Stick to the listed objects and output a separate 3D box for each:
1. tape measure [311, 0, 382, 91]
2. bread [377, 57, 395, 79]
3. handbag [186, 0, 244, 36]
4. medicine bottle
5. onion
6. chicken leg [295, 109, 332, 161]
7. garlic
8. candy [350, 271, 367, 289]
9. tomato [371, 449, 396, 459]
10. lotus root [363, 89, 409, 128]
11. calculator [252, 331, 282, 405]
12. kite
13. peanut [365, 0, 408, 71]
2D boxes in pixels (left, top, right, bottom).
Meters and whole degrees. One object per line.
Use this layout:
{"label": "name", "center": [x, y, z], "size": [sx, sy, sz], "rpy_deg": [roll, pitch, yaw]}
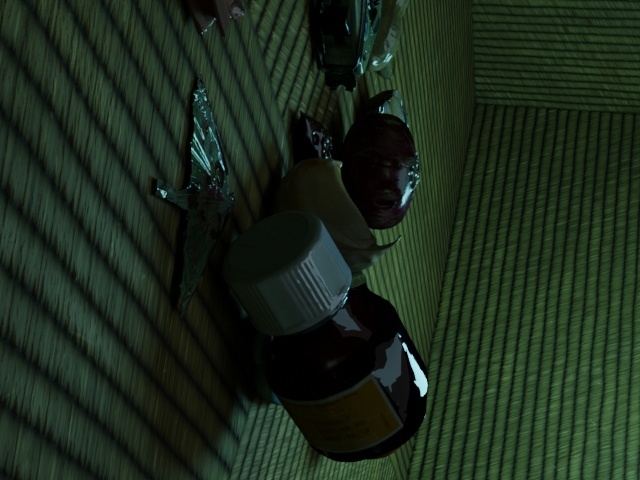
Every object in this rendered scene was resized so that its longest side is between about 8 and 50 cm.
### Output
{"label": "tape measure", "center": [0.056, -0.435, 1.638], "size": [0.207, 0.115, 0.235], "rpy_deg": [79, 23, -54]}
{"label": "bread", "center": [0.146, -0.449, 2.070], "size": [0.214, 0.053, 0.073], "rpy_deg": [58, 45, -70]}
{"label": "handbag", "center": [-0.122, -0.381, 1.115], "size": [0.157, 0.059, 0.212], "rpy_deg": [76, 27, -49]}
{"label": "medicine bottle", "center": [0.010, 0.140, 1.367], "size": [0.395, 0.243, 0.242], "rpy_deg": [65, 30, -28]}
{"label": "onion", "center": [0.114, -0.148, 1.828], "size": [0.246, 0.190, 0.246], "rpy_deg": [-173, -90, -86]}
{"label": "chicken leg", "center": [-0.012, -0.134, 1.609], "size": [0.105, 0.063, 0.233], "rpy_deg": [-59, 149, -67]}
{"label": "garlic", "center": [0.011, -0.034, 1.466], "size": [0.245, 0.164, 0.145], "rpy_deg": [54, 1, 34]}
{"label": "candy", "center": [0.025, 0.103, 1.756], "size": [0.234, 0.104, 0.102], "rpy_deg": [-13, 113, -73]}
{"label": "tomato", "center": [0.113, 0.395, 2.003], "size": [0.184, 0.208, 0.208], "rpy_deg": [66, 34, -54]}
{"label": "lotus root", "center": [0.147, -0.234, 2.136], "size": [0.167, 0.078, 0.329], "rpy_deg": [-48, 150, -27]}
{"label": "calculator", "center": [-0.064, 0.200, 1.563], "size": [0.302, 0.042, 0.188], "rpy_deg": [45, 53, -64]}
{"label": "kite", "center": [-0.164, -0.060, 1.179], "size": [0.268, 0.013, 0.322], "rpy_deg": [-3, 97, -76]}
{"label": "peanut", "center": [0.130, -0.486, 1.886], "size": [0.123, 0.124, 0.256], "rpy_deg": [28, 72, -74]}
